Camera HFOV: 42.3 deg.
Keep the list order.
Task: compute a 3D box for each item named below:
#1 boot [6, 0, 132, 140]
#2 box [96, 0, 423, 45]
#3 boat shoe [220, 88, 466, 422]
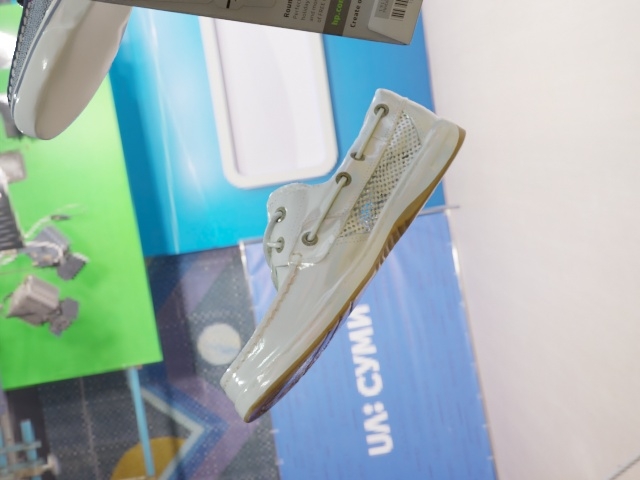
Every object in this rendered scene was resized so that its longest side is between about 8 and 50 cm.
[{"bbox_3d":[-0.154,-0.156,0.476,0.069,0.086,0.190,78,-147,-81],"label":"boot"},{"bbox_3d":[-0.020,-0.180,0.405,0.038,0.186,0.145,47,130,49],"label":"box"},{"bbox_3d":[0.000,0.000,0.598,0.277,0.096,0.098,-54,-4,-27],"label":"boat shoe"}]
